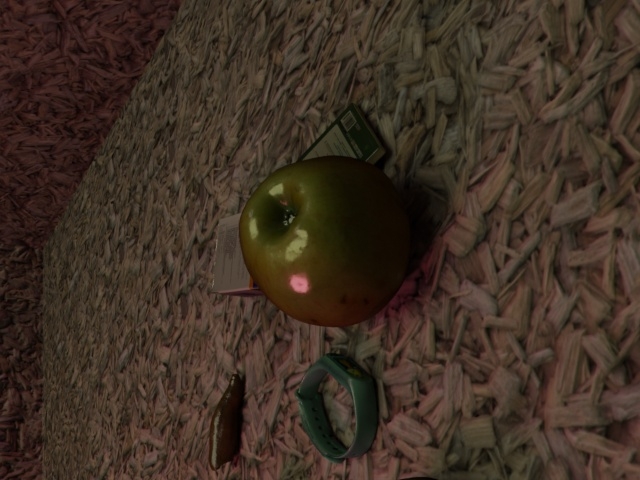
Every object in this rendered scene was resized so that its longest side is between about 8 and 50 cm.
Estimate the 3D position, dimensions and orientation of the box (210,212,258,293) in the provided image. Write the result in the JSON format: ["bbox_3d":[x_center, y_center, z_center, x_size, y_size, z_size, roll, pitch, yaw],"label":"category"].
[{"bbox_3d":[-0.152,0.031,2.025,0.299,0.106,0.200,-11,73,55],"label":"box"}]

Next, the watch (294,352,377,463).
[{"bbox_3d":[0.032,0.339,1.686,0.237,0.068,0.195,34,112,52],"label":"watch"}]

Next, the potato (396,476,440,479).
[{"bbox_3d":[0.181,0.472,1.332,0.262,0.165,0.165,-6,76,51],"label":"potato"}]

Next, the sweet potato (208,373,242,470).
[{"bbox_3d":[-0.239,0.461,2.079,0.077,0.077,0.244,-17,61,55],"label":"sweet potato"}]

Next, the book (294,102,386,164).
[{"bbox_3d":[0.016,-0.158,1.802,0.264,0.027,0.202,-45,39,17],"label":"book"}]

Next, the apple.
[{"bbox_3d":[0.000,0.000,1.565,0.338,0.305,0.339,-7,77,33],"label":"apple"}]
